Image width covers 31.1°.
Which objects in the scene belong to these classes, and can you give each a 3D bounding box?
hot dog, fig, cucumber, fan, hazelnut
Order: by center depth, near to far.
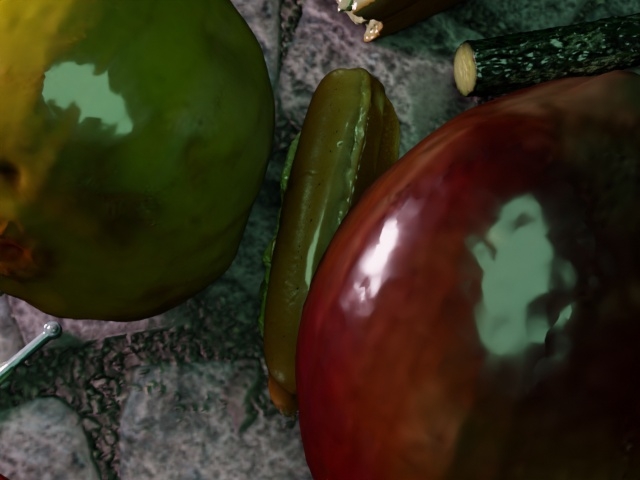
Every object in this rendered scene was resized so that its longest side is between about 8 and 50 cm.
[{"bbox_3d":[0.172,0.064,0.905,0.421,0.421,0.352,-26,53,-13],"label":"hazelnut"},{"bbox_3d":[-0.194,-0.109,0.994,0.343,0.343,0.343,2,76,-7],"label":"fig"},{"bbox_3d":[-0.317,0.140,1.061,0.193,0.016,0.038,-42,83,-14],"label":"fan"},{"bbox_3d":[0.000,0.000,1.083,0.100,0.135,0.337,7,74,16],"label":"hot dog"},{"bbox_3d":[0.283,-0.200,1.202,0.294,0.067,0.067,-12,78,-12],"label":"cucumber"}]

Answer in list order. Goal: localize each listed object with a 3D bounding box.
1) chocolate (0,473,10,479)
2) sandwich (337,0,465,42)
[{"bbox_3d":[-0.386,0.312,0.899,0.360,0.161,0.341,32,67,5],"label":"chocolate"},{"bbox_3d":[0.094,-0.313,1.186,0.198,0.227,0.155,-29,82,23],"label":"sandwich"}]
